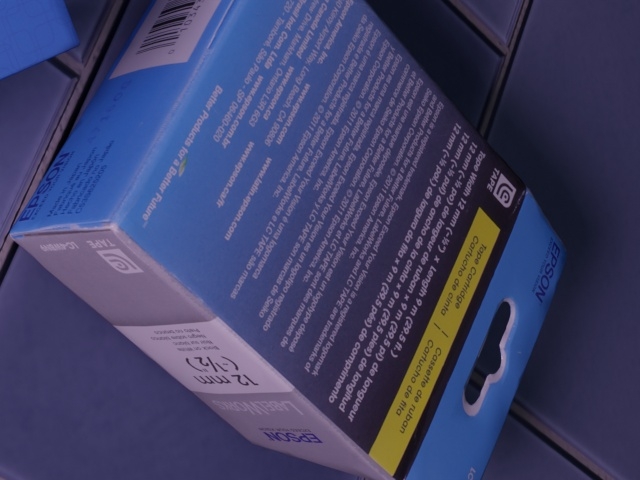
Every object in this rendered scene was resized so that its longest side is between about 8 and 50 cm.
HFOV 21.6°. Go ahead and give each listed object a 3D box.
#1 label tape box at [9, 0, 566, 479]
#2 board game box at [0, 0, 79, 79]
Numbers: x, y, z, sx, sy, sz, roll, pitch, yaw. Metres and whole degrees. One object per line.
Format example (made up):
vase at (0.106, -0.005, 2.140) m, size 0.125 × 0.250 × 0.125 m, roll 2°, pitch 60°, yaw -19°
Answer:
label tape box at (0.000, 0.000, 1.095) m, size 0.348 × 0.115 × 0.249 m, roll 46°, pitch 56°, yaw -33°
board game box at (-0.248, -0.071, 0.828) m, size 0.210 × 0.160 × 0.047 m, roll -31°, pitch 107°, yaw -41°
